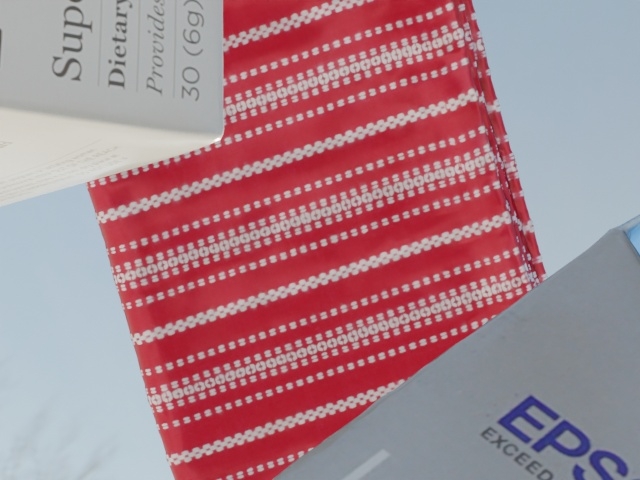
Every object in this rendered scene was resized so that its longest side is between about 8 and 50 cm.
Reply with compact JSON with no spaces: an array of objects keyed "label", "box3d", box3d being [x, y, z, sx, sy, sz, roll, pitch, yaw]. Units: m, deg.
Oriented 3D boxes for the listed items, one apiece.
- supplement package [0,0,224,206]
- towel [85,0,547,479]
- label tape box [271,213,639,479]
[{"label":"supplement package","box3d":[-0.193,-0.113,0.483,0.175,0.293,0.177,-11,-102,52]},{"label":"towel","box3d":[0.000,0.000,0.822,0.031,0.199,0.275,-101,175,-85]},{"label":"label tape box","box3d":[0.027,0.160,0.402,0.115,0.347,0.249,37,-36,33]}]
